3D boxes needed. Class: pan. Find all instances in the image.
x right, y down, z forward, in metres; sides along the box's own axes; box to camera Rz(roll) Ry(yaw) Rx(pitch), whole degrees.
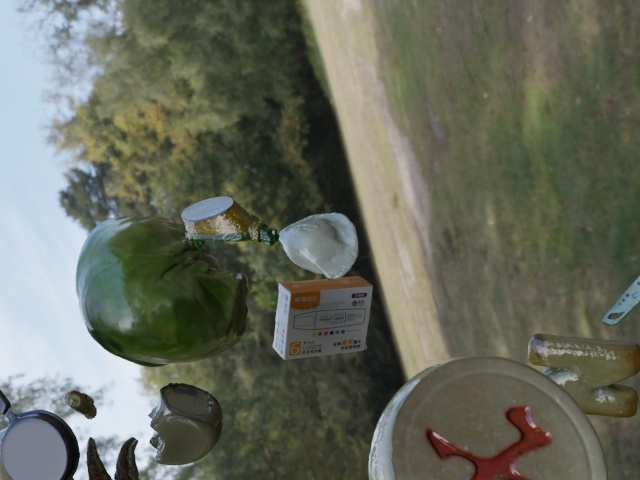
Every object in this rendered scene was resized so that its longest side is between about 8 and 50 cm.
[{"bbox_3d":[-0.487,0.304,1.296,0.235,0.136,0.028,47,-170,8],"label":"pan"}]

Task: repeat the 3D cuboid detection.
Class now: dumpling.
[{"bbox_3d":[-0.003,-0.002,1.944,0.126,0.166,0.216,51,166,-23],"label":"dumpling"}]

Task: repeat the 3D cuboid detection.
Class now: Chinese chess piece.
[{"bbox_3d":[0.235,0.332,1.147,0.140,0.338,0.338,103,156,-61],"label":"Chinese chess piece"}]

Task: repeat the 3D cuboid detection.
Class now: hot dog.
[{"bbox_3d":[-0.577,0.401,1.964,0.066,0.047,0.216,42,162,10],"label":"hot dog"}]

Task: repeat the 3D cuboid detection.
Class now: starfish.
[{"bbox_3d":[-0.443,0.606,1.847,0.375,0.094,0.327,38,-151,14],"label":"starfish"}]

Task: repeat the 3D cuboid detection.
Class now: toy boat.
[{"bbox_3d":[-0.171,-0.023,1.406,0.089,0.229,0.088,-51,-58,-33],"label":"toy boat"}]

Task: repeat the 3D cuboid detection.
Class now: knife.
[{"bbox_3d":[0.645,0.059,1.537,0.020,0.293,0.043,12,-147,-44],"label":"knife"}]

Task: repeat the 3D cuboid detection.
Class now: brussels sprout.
[{"bbox_3d":[-0.403,0.139,1.942,0.361,0.425,0.342,-34,-27,-59],"label":"brussels sprout"}]

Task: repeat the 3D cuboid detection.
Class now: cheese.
[{"bbox_3d":[-0.318,0.435,1.847,0.202,0.175,0.091,-60,16,22],"label":"cheese"}]

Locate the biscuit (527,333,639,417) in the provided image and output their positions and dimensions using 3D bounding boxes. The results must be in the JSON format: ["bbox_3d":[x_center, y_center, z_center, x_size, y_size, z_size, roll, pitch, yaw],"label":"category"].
[{"bbox_3d":[0.698,0.365,2.143,0.062,0.290,0.237,-55,-34,-59],"label":"biscuit"}]

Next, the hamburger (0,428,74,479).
[{"bbox_3d":[-0.640,0.547,1.798,0.302,0.170,0.302,175,90,-68],"label":"hamburger"}]

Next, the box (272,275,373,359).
[{"bbox_3d":[0.006,0.224,2.337,0.091,0.273,0.221,-141,51,-59],"label":"box"}]
